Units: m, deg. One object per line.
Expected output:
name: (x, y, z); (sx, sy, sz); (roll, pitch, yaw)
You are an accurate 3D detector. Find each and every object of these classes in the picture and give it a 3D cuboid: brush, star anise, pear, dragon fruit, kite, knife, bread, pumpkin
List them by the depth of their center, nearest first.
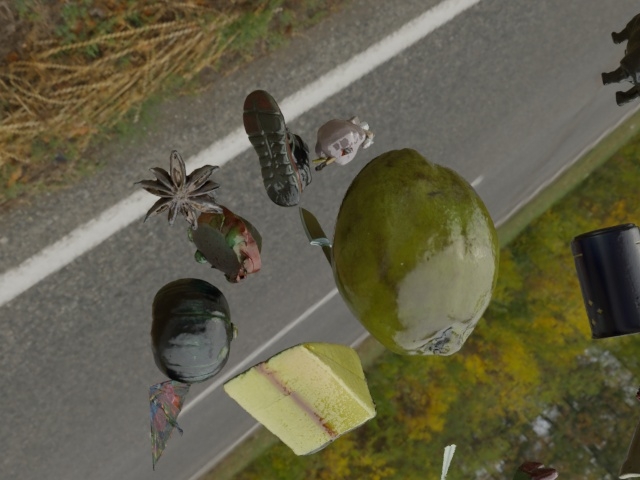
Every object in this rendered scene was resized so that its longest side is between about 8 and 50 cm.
bread: (-0.040, 0.218, 1.201); (0.168, 0.163, 0.264); (-29, 130, 10)
pear: (0.184, 0.029, 1.434); (0.352, 0.413, 0.352); (-3, 163, -1)
brush: (0.668, 0.350, 1.450); (0.321, 0.050, 0.060); (-47, -172, -39)
star anise: (-0.302, -0.108, 1.510); (0.183, 0.065, 0.195); (-5, 126, -11)
knife: (-0.001, 0.000, 1.901); (0.061, 0.343, 0.027); (9, 120, -25)
kite: (-0.434, 0.471, 1.996); (0.321, 0.016, 0.233); (-73, 150, -43)
pumpkin: (-0.352, 0.257, 2.005); (0.239, 0.315, 0.315); (-3, 155, -9)
dragon fruit: (-0.276, 0.006, 2.109); (0.130, 0.268, 0.295); (-42, -160, -32)

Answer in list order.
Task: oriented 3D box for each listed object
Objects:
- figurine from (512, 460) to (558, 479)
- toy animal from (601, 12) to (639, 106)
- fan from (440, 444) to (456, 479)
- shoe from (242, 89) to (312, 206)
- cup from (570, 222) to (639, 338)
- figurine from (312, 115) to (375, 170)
figurine: (0.454, 0.531, 1.351); (0.127, 0.234, 0.185); (-23, -132, 67)
toy animal: (0.703, -0.438, 1.475); (0.343, 0.106, 0.168); (-57, -154, -17)
fan: (0.304, 0.711, 1.838); (0.233, 0.012, 0.414); (-6, 112, -28)
shoe: (-0.090, -0.232, 1.730); (0.114, 0.290, 0.137); (-7, -162, 34)
cup: (0.715, 0.103, 1.763); (0.179, 0.256, 0.255); (-11, 172, -7)
figurine: (0.056, -0.251, 1.745); (0.137, 0.111, 0.229); (-3, -157, 29)
